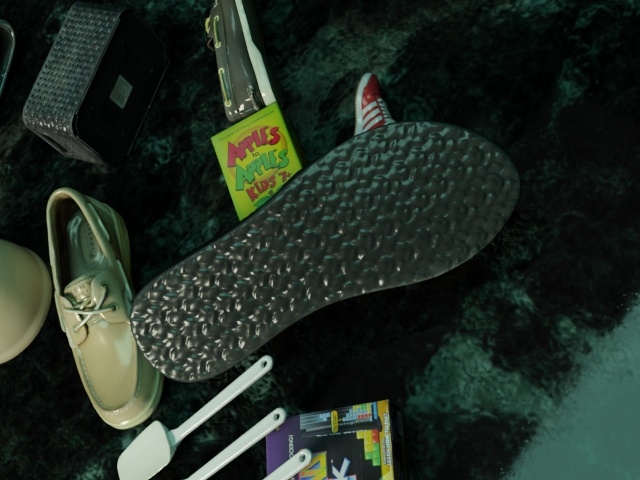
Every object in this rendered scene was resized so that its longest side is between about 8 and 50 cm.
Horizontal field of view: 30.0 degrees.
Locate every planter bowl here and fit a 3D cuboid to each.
[{"bbox_3d":[-0.427,0.062,1.464,0.162,0.109,0.162,-9,65,20],"label":"planter bowl"}]

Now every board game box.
[{"bbox_3d":[0.018,0.257,1.212,0.141,0.048,0.170,-13,63,18],"label":"board game box"},{"bbox_3d":[-0.056,-0.063,1.390,0.092,0.043,0.181,-28,59,11],"label":"board game box"}]

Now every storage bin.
[{"bbox_3d":[-0.278,-0.196,1.502,0.084,0.122,0.180,13,74,28],"label":"storage bin"}]

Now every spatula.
[{"bbox_3d":[-0.118,0.237,1.268,0.242,0.019,0.168,-41,51,22],"label":"spatula"}]

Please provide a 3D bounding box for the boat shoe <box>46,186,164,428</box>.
[{"bbox_3d":[-0.262,0.074,1.389,0.109,0.098,0.302,-24,60,13],"label":"boat shoe"}]

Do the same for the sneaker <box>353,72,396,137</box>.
[{"bbox_3d":[0.074,-0.137,1.364,0.067,0.042,0.118,-3,74,27],"label":"sneaker"}]

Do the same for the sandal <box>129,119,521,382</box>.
[{"bbox_3d":[-0.002,-0.001,1.280,0.445,0.107,0.168,-26,98,12],"label":"sandal"}]

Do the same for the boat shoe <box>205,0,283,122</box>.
[{"bbox_3d":[-0.108,-0.249,1.473,0.068,0.081,0.228,-21,63,10],"label":"boat shoe"}]

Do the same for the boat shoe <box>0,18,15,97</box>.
[{"bbox_3d":[-0.492,-0.166,1.592,0.099,0.116,0.320,-1,63,28],"label":"boat shoe"}]
